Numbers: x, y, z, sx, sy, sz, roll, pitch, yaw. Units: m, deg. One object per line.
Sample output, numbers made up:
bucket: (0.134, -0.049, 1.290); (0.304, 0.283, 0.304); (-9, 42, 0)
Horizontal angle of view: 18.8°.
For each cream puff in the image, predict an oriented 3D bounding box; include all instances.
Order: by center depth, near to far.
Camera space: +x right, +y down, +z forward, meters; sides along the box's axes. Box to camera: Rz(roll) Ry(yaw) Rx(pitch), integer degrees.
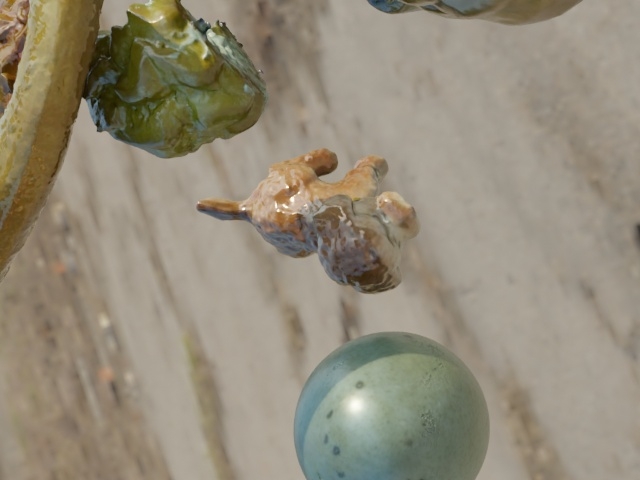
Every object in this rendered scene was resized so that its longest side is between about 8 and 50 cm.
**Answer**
cream puff: (-0.125, -0.127, 1.592); (0.156, 0.156, 0.121); (118, 136, -71)

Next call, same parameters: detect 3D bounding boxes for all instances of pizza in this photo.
pizza: (-0.255, -0.095, 1.568); (0.365, 0.074, 0.182); (-62, 37, 34)

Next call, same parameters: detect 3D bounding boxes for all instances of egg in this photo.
egg: (0.062, 0.163, 1.674); (0.236, 0.169, 0.169); (-1, -109, -75)

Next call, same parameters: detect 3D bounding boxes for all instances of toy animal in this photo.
toy animal: (-0.010, -0.007, 1.729); (0.185, 0.184, 0.104); (-114, 20, -62)

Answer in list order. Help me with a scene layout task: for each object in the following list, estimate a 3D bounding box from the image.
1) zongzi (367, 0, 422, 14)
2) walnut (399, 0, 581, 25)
zongzi: (0.043, -0.466, 1.902); (0.356, 0.174, 0.393); (48, 148, 40)
walnut: (0.134, -0.334, 1.453); (0.344, 0.306, 0.306); (-66, 22, 5)
